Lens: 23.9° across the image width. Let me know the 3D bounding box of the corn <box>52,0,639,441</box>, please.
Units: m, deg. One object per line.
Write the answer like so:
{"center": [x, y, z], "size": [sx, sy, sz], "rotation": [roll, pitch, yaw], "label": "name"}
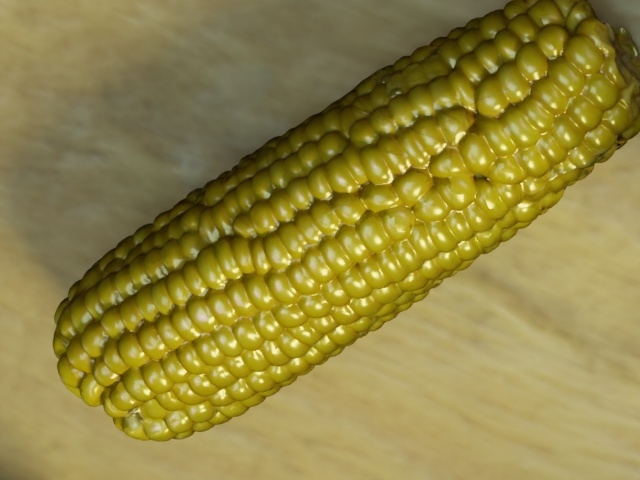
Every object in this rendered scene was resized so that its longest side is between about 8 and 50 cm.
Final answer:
{"center": [0.000, 0.000, 0.658], "size": [0.310, 0.101, 0.101], "rotation": [-31, 92, 22], "label": "corn"}
